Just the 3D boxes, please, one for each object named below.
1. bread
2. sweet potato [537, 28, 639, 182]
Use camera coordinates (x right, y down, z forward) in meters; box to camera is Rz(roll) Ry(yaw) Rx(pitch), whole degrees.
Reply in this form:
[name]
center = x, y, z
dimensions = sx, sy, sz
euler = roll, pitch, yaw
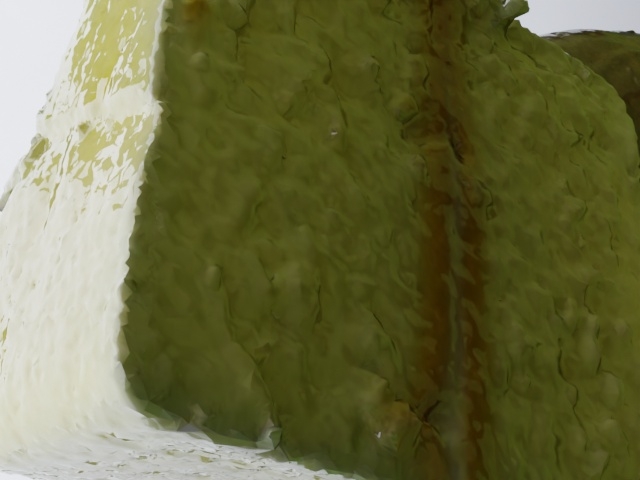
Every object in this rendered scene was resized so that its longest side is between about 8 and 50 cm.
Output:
[bread]
center = 0.000, 0.000, 0.484
dimensions = 0.263, 0.198, 0.236
euler = 23, -118, -34
[sweet potato]
center = 0.220, -0.080, 0.785
dimensions = 0.130, 0.422, 0.131
euler = 171, 90, -72
